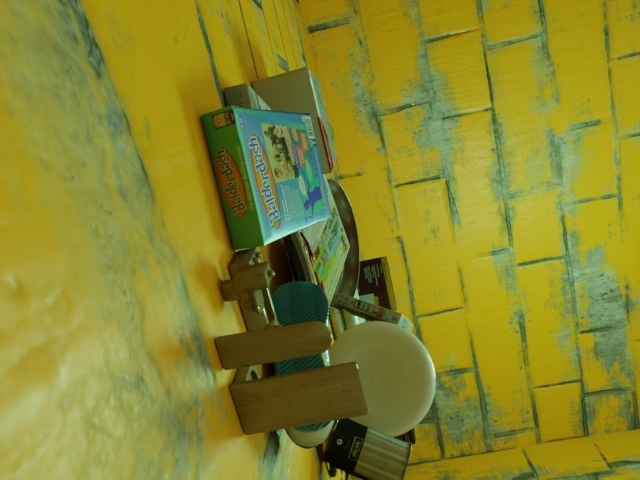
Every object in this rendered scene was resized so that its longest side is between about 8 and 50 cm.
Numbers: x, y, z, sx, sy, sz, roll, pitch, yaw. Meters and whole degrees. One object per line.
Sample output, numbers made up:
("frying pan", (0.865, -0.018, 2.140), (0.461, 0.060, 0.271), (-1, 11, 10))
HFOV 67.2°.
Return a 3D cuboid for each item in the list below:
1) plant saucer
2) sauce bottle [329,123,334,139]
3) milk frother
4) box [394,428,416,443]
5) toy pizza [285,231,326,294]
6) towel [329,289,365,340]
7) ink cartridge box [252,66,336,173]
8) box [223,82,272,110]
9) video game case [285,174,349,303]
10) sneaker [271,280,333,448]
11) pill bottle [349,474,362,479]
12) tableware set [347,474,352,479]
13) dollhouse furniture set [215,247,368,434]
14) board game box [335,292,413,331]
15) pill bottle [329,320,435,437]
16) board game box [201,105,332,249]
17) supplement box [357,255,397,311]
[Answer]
("plant saucer", (0.022, 0.009, 1.145), (0.310, 0.050, 0.310), (-6, 90, -68))
("sauce bottle", (-0.018, -0.276, 1.342), (0.344, 0.111, 0.111), (-77, 155, -72))
("milk frother", (0.076, 0.382, 0.847), (0.143, 0.135, 0.129), (25, 84, -79))
("box", (0.196, 0.523, 1.522), (0.203, 0.167, 0.168), (-69, 147, -79))
("toy pizza", (-0.018, 0.071, 0.808), (0.201, 0.032, 0.201), (165, -90, -80))
("towel", (0.069, 0.141, 1.451), (0.320, 0.090, 0.374), (-84, 162, -72))
("ink cartridge box", (-0.043, -0.241, 1.018), (0.273, 0.114, 0.197), (-73, 150, -75))
("box", (-0.093, -0.145, 0.749), (0.186, 0.038, 0.145), (-18, 98, -85))
("video game case", (0.000, 0.000, 1.004), (0.227, 0.026, 0.206), (-67, 143, -50))
("sneaker", (-0.028, 0.154, 0.637), (0.092, 0.087, 0.228), (96, -8, -47))
("pill bottle", (0.092, 0.531, 1.046), (0.116, 0.065, 0.065), (-60, 138, -80))
("tableware set", (0.051, 0.494, 0.955), (0.104, 0.024, 0.154), (77, 4, -46))
("dollhouse furniture set", (-0.027, 0.089, 0.515), (0.151, 0.123, 0.144), (-83, 160, -71))
("board game box", (0.122, 0.166, 1.086), (0.026, 0.154, 0.103), (-67, 150, -13))
("pill bottle", (0.143, 0.328, 1.127), (0.407, 0.229, 0.229), (63, 17, -70))
("board game box", (-0.058, -0.088, 0.632), (0.210, 0.047, 0.160), (-26, 105, -65))
("supplement box", (0.158, 0.167, 1.711), (0.129, 0.194, 0.191), (23, 56, -83))
